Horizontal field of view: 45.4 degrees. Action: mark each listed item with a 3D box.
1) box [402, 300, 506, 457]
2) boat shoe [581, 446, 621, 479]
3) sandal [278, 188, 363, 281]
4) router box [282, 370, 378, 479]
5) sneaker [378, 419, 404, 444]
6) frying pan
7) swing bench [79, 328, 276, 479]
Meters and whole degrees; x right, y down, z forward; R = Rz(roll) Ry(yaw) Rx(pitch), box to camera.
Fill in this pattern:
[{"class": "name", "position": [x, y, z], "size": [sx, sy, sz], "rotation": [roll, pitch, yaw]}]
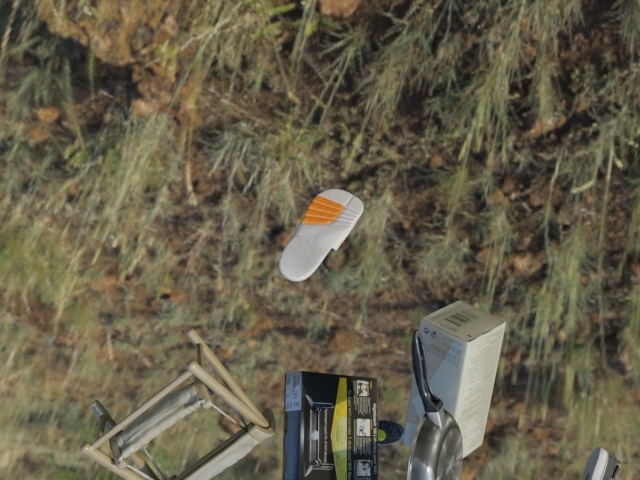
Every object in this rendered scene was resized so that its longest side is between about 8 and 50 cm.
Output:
[{"class": "box", "position": [0.276, 0.301, 1.596], "size": [0.121, 0.311, 0.148], "rotation": [25, -151, 38]}, {"class": "boat shoe", "position": [0.625, 0.584, 1.732], "size": [0.076, 0.228, 0.080], "rotation": [28, 148, 4]}, {"class": "sandal", "position": [-0.009, -0.005, 1.606], "size": [0.102, 0.265, 0.076], "rotation": [33, 147, 9]}, {"class": "router box", "position": [0.028, 0.488, 1.903], "size": [0.243, 0.308, 0.081], "rotation": [13, 160, -34]}, {"class": "sneaker", "position": [0.152, 0.556, 2.197], "size": [0.209, 0.069, 0.082], "rotation": [-16, 161, 26]}, {"class": "frying pan", "position": [0.199, 0.310, 1.281], "size": [0.053, 0.325, 0.197], "rotation": [5, 178, 29]}, {"class": "swing bench", "position": [-0.251, 0.349, 1.407], "size": [0.254, 0.253, 0.165], "rotation": [51, -176, -19]}]
